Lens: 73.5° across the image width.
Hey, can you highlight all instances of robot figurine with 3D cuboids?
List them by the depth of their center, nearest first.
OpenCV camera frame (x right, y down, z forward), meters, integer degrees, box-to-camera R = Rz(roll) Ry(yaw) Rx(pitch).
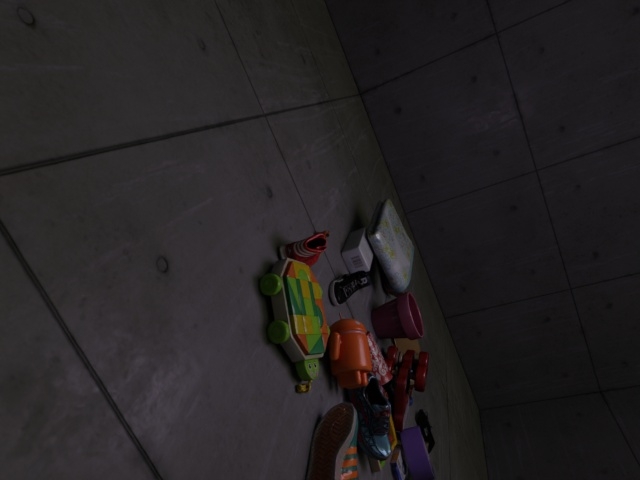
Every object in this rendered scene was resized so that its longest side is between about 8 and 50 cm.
[{"bbox_3d":[0.086,0.334,1.307,0.158,0.128,0.219,6,59,-20],"label":"robot figurine"}]

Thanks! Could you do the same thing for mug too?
[{"bbox_3d":[0.153,0.412,1.489,0.113,0.150,0.169,-21,87,-33],"label":"mug"}]

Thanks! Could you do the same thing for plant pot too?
[{"bbox_3d":[0.324,0.337,1.833,0.201,0.180,0.201,50,29,-43],"label":"plant pot"}]

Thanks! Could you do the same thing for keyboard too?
[{"bbox_3d":[0.486,0.888,2.012,0.100,0.038,0.192,-27,100,-46],"label":"keyboard"}]

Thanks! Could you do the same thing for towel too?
[{"bbox_3d":[0.328,0.014,1.997,0.320,0.090,0.374,58,29,-20],"label":"towel"}]

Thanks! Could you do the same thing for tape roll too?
[{"bbox_3d":[0.367,0.811,1.629,0.189,0.080,0.188,-18,90,-82],"label":"tape roll"}]

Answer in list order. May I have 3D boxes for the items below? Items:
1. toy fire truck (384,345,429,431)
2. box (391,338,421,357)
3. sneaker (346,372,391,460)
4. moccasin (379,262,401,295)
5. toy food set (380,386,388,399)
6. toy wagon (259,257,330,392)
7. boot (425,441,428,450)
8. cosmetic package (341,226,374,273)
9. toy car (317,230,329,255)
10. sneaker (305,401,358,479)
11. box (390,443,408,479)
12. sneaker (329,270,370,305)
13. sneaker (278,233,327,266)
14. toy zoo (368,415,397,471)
[{"bbox_3d":[0.340,0.585,1.739,0.302,0.170,0.253,-29,123,-69],"label":"toy fire truck"},{"bbox_3d":[0.407,0.488,2.053,0.201,0.021,0.164,5,65,-46],"label":"box"},{"bbox_3d":[0.160,0.533,1.303,0.104,0.125,0.261,-8,71,-33],"label":"sneaker"},{"bbox_3d":[0.380,0.109,2.237,0.147,0.139,0.379,52,25,-55],"label":"moccasin"},{"bbox_3d":[0.226,0.561,1.535,0.122,0.019,0.077,39,37,-56],"label":"toy food set"},{"bbox_3d":[-0.049,0.223,1.141,0.267,0.068,0.344,24,51,-63],"label":"toy wagon"},{"bbox_3d":[0.452,0.929,1.871,0.118,0.042,0.086,31,51,-58],"label":"boot"},{"bbox_3d":[0.163,0.043,1.814,0.117,0.086,0.231,65,19,-14],"label":"cosmetic package"},{"bbox_3d":[0.000,0.000,1.478,0.041,0.060,0.122,33,23,-9],"label":"toy car"},{"bbox_3d":[0.040,0.552,1.050,0.121,0.108,0.302,62,31,-27],"label":"sneaker"},{"bbox_3d":[0.285,0.812,1.553,0.136,0.028,0.081,-15,87,-67],"label":"box"},{"bbox_3d":[0.113,0.157,1.533,0.079,0.121,0.217,67,21,-9],"label":"sneaker"},{"bbox_3d":[-0.020,0.035,1.285,0.221,0.128,0.087,-5,78,-68],"label":"sneaker"},{"bbox_3d":[0.206,0.642,1.489,0.293,0.030,0.192,11,63,-67],"label":"toy zoo"}]
